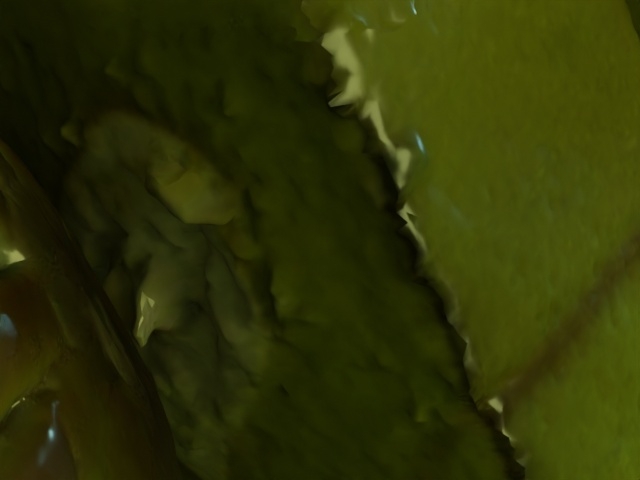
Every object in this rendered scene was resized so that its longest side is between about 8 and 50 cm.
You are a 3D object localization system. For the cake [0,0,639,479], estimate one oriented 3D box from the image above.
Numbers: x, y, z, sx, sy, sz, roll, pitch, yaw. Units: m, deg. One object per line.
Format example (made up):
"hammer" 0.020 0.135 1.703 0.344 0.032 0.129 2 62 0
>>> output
"cake" 0.000 0.000 0.511 0.156 0.179 0.260 -47 123 -43

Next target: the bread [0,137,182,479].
"bread" -0.091 0.042 0.394 0.213 0.105 0.213 61 2 -5

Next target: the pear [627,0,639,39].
"pear" 0.094 -0.138 0.607 0.212 0.212 0.269 26 54 -50
